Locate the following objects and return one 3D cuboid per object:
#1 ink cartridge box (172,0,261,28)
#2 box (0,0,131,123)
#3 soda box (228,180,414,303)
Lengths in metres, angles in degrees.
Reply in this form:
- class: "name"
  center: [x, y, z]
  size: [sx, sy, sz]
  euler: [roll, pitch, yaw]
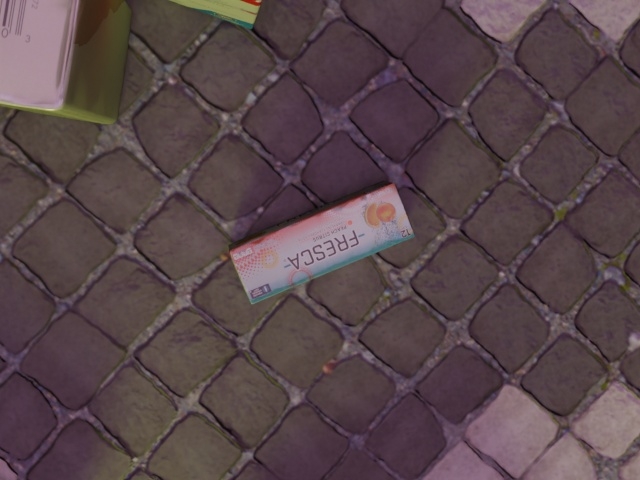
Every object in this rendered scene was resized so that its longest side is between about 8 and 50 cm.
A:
- class: "ink cartridge box"
  center: [-0.107, -0.258, 0.781]
  size: [0.134, 0.231, 0.078]
  euler: [18, 94, -9]
- class: "box"
  center: [-0.249, -0.170, 0.733]
  size: [0.148, 0.311, 0.121]
  euler: [9, 95, -9]
- class: "soda box"
  center: [0.000, 0.000, 0.909]
  size: [0.183, 0.058, 0.062]
  euler: [-22, 98, -4]
